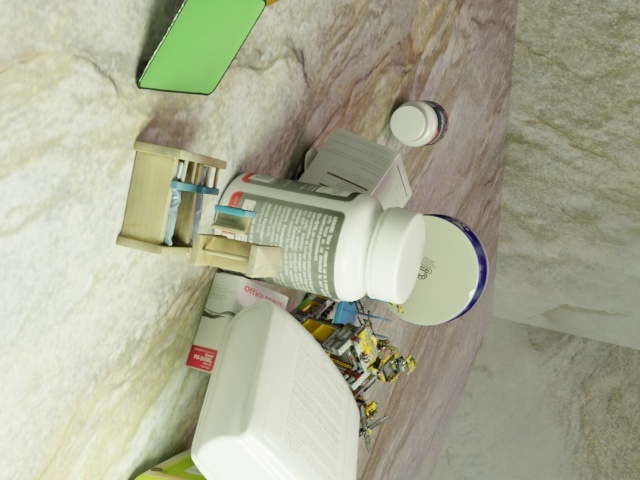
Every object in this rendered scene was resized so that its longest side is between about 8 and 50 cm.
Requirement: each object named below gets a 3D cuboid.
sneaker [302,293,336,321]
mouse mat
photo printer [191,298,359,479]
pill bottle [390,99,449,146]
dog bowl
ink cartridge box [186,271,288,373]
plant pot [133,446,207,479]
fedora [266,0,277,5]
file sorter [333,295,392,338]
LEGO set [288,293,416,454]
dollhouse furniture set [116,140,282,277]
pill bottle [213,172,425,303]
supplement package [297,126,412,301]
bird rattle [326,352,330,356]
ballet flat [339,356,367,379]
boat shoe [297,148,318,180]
[{"bbox_3d":[0.012,0.117,1.714,0.073,0.064,0.162,82,28,-50],"label":"sneaker"},{"bbox_3d":[-0.142,-0.245,1.068,0.152,0.007,0.190,-55,168,17],"label":"mouse mat"},{"bbox_3d":[-0.047,0.243,1.183,0.256,0.107,0.307,53,23,-25],"label":"photo printer"},{"bbox_3d":[0.226,-0.270,2.002,0.180,0.108,0.107,-21,121,-66],"label":"pill bottle"},{"bbox_3d":[0.260,0.068,2.062,0.104,0.265,0.264,-4,105,-67],"label":"dog bowl"},{"bbox_3d":[-0.123,0.135,1.305,0.109,0.063,0.150,28,74,-44],"label":"ink cartridge box"},{"bbox_3d":[-0.152,0.419,1.222,0.227,0.228,0.207,-5,101,-68],"label":"plant pot"},{"bbox_3d":[-0.077,-0.360,1.094,0.079,0.194,0.194,65,22,4],"label":"fedora"},{"bbox_3d":[0.110,0.128,1.923,0.118,0.105,0.170,22,81,-69],"label":"file sorter"},{"bbox_3d":[0.084,0.212,1.600,0.255,0.192,0.331,-32,122,-35],"label":"LEGO set"},{"bbox_3d":[-0.127,-0.036,1.065,0.129,0.184,0.129,3,98,-70],"label":"dollhouse furniture set"},{"bbox_3d":[0.000,0.000,1.284,0.161,0.283,0.161,12,90,-70],"label":"pill bottle"},{"bbox_3d":[0.029,-0.045,1.475,0.244,0.134,0.139,-55,151,-18],"label":"supplement package"},{"bbox_3d":[-0.112,0.256,1.441,0.253,0.143,0.207,-61,146,-9],"label":"bird rattle"},{"bbox_3d":[0.058,0.295,1.946,0.241,0.091,0.077,7,65,-74],"label":"ballet flat"},{"bbox_3d":[-0.022,-0.112,1.520,0.046,0.038,0.125,-47,147,-29],"label":"boat shoe"}]
